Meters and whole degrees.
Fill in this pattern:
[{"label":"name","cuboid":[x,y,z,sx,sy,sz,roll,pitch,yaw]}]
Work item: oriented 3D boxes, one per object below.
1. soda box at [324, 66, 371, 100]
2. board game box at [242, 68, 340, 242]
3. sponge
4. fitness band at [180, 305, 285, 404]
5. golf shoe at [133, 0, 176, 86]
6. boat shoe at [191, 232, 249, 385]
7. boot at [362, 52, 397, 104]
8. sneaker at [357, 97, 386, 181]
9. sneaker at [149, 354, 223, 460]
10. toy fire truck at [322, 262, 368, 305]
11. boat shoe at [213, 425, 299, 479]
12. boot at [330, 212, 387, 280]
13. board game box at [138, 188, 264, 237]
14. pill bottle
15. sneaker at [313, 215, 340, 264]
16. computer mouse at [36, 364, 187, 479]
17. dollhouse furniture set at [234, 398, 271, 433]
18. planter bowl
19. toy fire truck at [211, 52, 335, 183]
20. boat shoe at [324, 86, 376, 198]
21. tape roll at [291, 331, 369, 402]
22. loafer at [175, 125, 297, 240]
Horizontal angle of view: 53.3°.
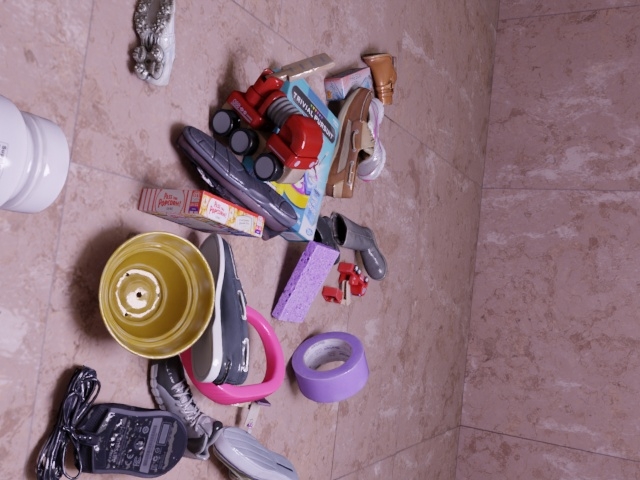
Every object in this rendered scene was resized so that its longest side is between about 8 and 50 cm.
[{"label":"soda box","cuboid":[0.079,-0.438,1.780,0.183,0.058,0.062,-39,126,-52]},{"label":"board game box","cuboid":[-0.070,-0.195,1.523,0.254,0.079,0.335,38,61,-56]},{"label":"sponge","cuboid":[-0.036,0.105,1.591,0.210,0.031,0.117,-62,150,4]},{"label":"fitness band","cuboid":[-0.174,0.229,1.313,0.291,0.054,0.209,11,51,-60]},{"label":"golf shoe","cuboid":[-0.291,-0.363,1.146,0.086,0.069,0.176,29,69,-80]},{"label":"boat shoe","cuboid":[-0.188,0.130,1.218,0.091,0.114,0.302,19,57,-36]},{"label":"boot","cuboid":[0.186,-0.492,1.955,0.197,0.073,0.152,-14,109,-57]},{"label":"sneaker","cuboid":[0.121,-0.297,1.842,0.111,0.103,0.252,5,81,-59]},{"label":"sneaker","cuboid":[-0.244,0.317,1.220,0.086,0.132,0.228,-30,119,-56]},{"label":"toy fire truck","cuboid":[0.077,0.139,1.858,0.192,0.047,0.135,47,54,-54]},{"label":"boat shoe","cuboid":[-0.156,0.515,1.437,0.094,0.109,0.302,-38,132,3]},{"label":"boot","cuboid":[0.112,0.020,1.844,0.189,0.076,0.208,67,16,18]},{"label":"board game box","cuboid":[-0.220,-0.050,1.204,0.193,0.147,0.045,24,73,-60]},{"label":"pill bottle","cuboid":[-0.459,-0.116,0.756,0.283,0.160,0.160,12,83,-61]},{"label":"sneaker","cuboid":[0.002,0.000,1.709,0.089,0.051,0.170,-38,121,-53]},{"label":"computer mouse","cuboid":[-0.352,0.333,1.106,0.272,0.072,0.188,32,67,-44]},{"label":"dollhouse furniture set","cuboid":[-0.189,0.379,1.427,0.114,0.091,0.081,19,90,-31]},{"label":"planter bowl","cuboid":[-0.299,0.094,1.113,0.217,0.090,0.217,4,83,-42]},{"label":"toy fire truck","cuboid":[-0.063,-0.264,1.304,0.246,0.217,0.158,-51,160,22]},{"label":"boat shoe","cuboid":[0.089,-0.252,1.713,0.122,0.120,0.323,67,43,-73]},{"label":"tape roll","cuboid":[0.026,0.323,1.644,0.189,0.189,0.080,-50,134,-47]},{"label":"loafer","cuboid":[-0.179,-0.102,1.282,0.302,0.095,0.109,39,21,-28]}]
